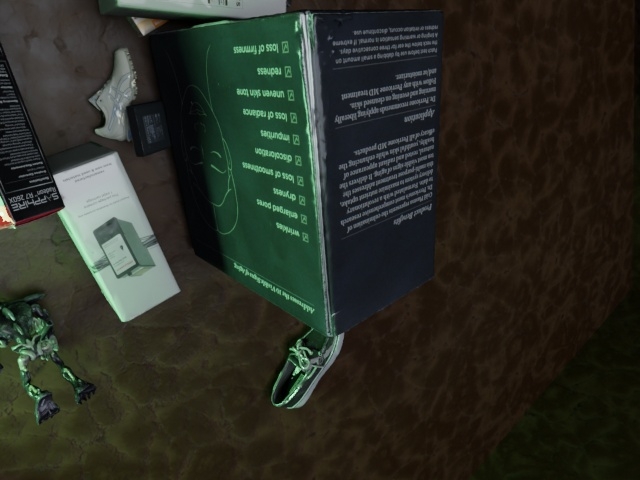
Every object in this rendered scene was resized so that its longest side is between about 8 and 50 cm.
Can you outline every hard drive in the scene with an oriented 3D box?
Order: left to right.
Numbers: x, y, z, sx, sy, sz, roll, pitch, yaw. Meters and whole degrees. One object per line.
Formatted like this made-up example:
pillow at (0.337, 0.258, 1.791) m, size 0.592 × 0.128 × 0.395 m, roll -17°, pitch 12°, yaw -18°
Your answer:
hard drive at (-0.327, -0.228, 0.903) m, size 0.135 × 0.022 × 0.094 m, roll -51°, pitch 141°, yaw -61°

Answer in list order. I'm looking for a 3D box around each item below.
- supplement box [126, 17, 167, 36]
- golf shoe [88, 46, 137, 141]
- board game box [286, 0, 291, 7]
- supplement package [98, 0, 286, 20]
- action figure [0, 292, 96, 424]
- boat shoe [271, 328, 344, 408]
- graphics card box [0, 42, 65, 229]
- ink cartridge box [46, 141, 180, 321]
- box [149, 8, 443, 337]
supplement box at (-0.346, -0.449, 0.859) m, size 0.062 × 0.036 × 0.098 m, roll -42°, pitch 125°, yaw -17°
golf shoe at (-0.396, -0.280, 0.863) m, size 0.086 × 0.069 × 0.176 m, roll -3°, pitch 105°, yaw -29°
board game box at (-0.159, -0.610, 0.938) m, size 0.243 × 0.042 × 0.165 m, roll 3°, pitch 103°, yaw -36°
supplement package at (-0.227, -0.484, 0.792) m, size 0.293 × 0.177 × 0.175 m, roll -11°, pitch 114°, yaw -32°
action figure at (-0.556, 0.210, 0.844) m, size 0.164 × 0.276 × 0.141 m, roll -29°, pitch 162°, yaw -53°
boat shoe at (-0.043, 0.335, 1.282) m, size 0.306 × 0.113 × 0.105 m, roll -57°, pitch 143°, yaw 5°
graphics card box at (-0.540, -0.191, 0.646) m, size 0.094 × 0.232 × 0.371 m, roll -43°, pitch 122°, yaw -59°
ink cartridge box at (-0.401, -0.022, 0.850) m, size 0.121 × 0.211 × 0.289 m, roll -30°, pitch 121°, yaw -27°
box at (-0.051, -0.157, 0.859) m, size 0.297 × 0.480 × 0.472 m, roll -21°, pitch 119°, yaw -36°
